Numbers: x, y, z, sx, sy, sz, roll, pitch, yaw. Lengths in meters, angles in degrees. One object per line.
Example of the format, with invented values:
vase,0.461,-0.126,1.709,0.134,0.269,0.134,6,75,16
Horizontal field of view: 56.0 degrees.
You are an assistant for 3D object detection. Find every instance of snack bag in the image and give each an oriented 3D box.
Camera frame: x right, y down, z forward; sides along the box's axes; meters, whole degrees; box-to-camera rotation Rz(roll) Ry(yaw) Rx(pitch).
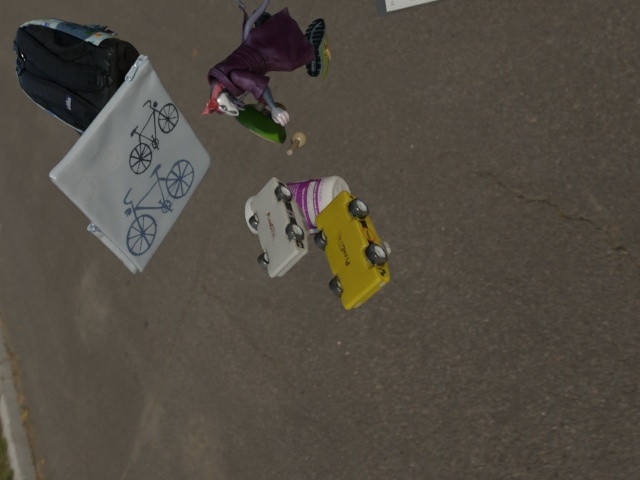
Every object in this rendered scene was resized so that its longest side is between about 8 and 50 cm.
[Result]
snack bag,-0.369,-0.142,1.219,0.037,0.342,0.323,16,65,25

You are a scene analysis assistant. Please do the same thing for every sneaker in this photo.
sneaker,-0.003,-0.672,2.118,0.081,0.094,0.208,7,94,31

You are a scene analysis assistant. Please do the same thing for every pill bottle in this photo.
pill bottle,-0.069,-0.095,1.813,0.301,0.169,0.169,-6,73,25

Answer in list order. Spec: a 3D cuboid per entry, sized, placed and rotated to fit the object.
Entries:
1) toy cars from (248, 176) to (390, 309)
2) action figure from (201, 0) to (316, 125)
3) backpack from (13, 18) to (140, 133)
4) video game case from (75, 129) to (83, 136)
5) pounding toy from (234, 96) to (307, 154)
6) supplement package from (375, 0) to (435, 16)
toy cars,0.000,0.000,1.031,0.393,0.087,0.176,17,89,51
action figure,-0.176,-0.448,1.514,0.248,0.276,0.370,12,50,38
backpack,-0.639,-0.441,1.584,0.273,0.355,0.290,-59,-16,-57
video game case,-0.606,-0.361,1.794,0.026,0.196,0.274,-7,46,30
pounding toy,-0.144,-0.379,1.860,0.110,0.237,0.183,-58,-1,19
supplement package,0.257,-0.674,1.450,0.198,0.262,0.199,-94,-9,-73
